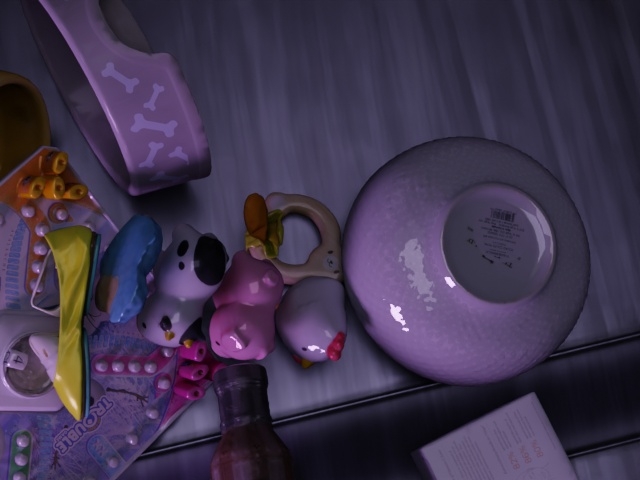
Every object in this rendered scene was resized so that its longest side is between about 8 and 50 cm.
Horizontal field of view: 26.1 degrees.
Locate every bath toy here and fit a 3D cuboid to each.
[{"bbox_3d":[-0.105,0.087,1.730,0.348,0.129,0.151,18,114,-34],"label":"bath toy"}]

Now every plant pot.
[{"bbox_3d":[-0.509,-0.110,1.762,0.239,0.254,0.254,14,77,14],"label":"plant pot"}]

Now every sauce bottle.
[{"bbox_3d":[-0.078,0.325,1.712,0.111,0.111,0.344,-5,67,-6],"label":"sauce bottle"}]

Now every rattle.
[{"bbox_3d":[0.000,0.000,1.825,0.199,0.143,0.130,31,59,8],"label":"rattle"}]

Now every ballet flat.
[{"bbox_3d":[-0.305,0.096,1.637,0.077,0.077,0.231,4,88,-12],"label":"ballet flat"}]

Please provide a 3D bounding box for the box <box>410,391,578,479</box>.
[{"bbox_3d":[0.225,0.294,1.800,0.170,0.091,0.130,-24,81,-9],"label":"box"}]

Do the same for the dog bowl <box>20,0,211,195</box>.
[{"bbox_3d":[-0.267,-0.212,1.749,0.102,0.349,0.349,-29,82,-13],"label":"dog bowl"}]

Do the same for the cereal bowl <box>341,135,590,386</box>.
[{"bbox_3d":[0.205,0.019,1.806,0.339,0.141,0.339,3,79,-14],"label":"cereal bowl"}]

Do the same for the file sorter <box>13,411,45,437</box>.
[{"bbox_3d":[-0.421,0.226,1.736,0.118,0.104,0.170,19,83,-23],"label":"file sorter"}]

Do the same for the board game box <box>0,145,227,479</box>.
[{"bbox_3d":[-0.348,0.151,1.678,0.390,0.050,0.390,-45,115,-23],"label":"board game box"}]
